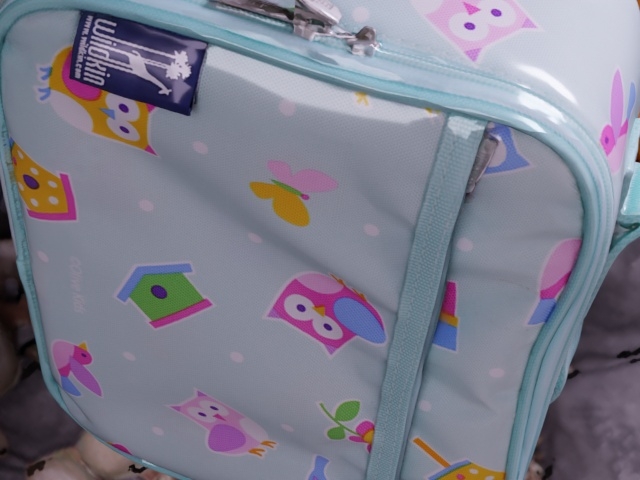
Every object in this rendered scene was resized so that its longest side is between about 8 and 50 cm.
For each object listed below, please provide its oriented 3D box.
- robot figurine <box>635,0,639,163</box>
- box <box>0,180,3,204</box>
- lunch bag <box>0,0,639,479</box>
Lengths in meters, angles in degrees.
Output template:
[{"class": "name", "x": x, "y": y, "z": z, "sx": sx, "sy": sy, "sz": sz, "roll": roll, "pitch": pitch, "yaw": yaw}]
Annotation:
[{"class": "robot figurine", "x": 0.191, "y": -0.049, "z": 0.499, "sx": 0.291, "sy": 0.085, "sz": 0.211, "roll": 42, "pitch": 125, "yaw": -5}, {"class": "box", "x": -0.301, "y": 0.016, "z": 0.570, "sx": 0.294, "sy": 0.183, "sz": 0.296, "roll": 34, "pitch": 113, "yaw": 37}, {"class": "lunch bag", "x": 0.000, "y": 0.000, "z": 0.513, "sx": 0.224, "sy": 0.108, "sz": 0.279, "roll": 19, "pitch": 141, "yaw": 12}]
